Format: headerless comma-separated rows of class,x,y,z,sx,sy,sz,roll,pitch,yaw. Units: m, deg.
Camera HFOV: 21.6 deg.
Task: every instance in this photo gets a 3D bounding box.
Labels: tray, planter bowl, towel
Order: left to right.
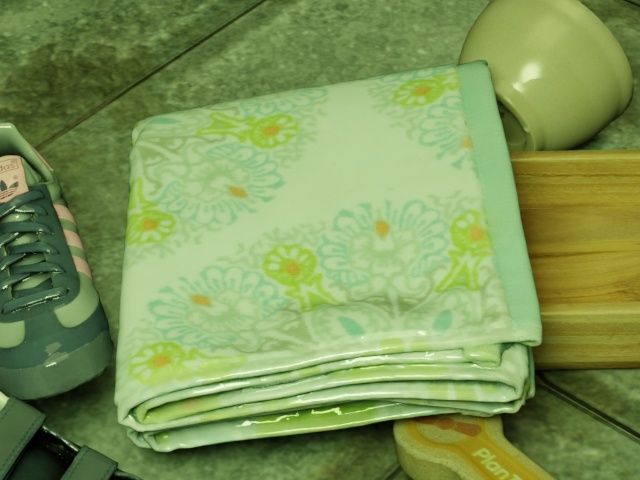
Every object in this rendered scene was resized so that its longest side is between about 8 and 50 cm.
towel,0.000,0.000,1.339,0.320,0.090,0.374,-7,42,4
planter bowl,0.186,-0.139,1.526,0.162,0.162,0.109,31,63,29
tray,0.341,0.013,1.414,0.410,0.076,0.203,-2,43,0

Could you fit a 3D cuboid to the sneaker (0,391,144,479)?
sneaker,-0.224,0.184,1.194,0.321,0.127,0.126,14,43,12

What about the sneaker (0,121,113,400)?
sneaker,-0.241,0.010,1.321,0.112,0.131,0.319,-17,27,-12

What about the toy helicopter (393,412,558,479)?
toy helicopter,0.186,0.202,1.170,0.235,0.140,0.355,-26,41,-22
